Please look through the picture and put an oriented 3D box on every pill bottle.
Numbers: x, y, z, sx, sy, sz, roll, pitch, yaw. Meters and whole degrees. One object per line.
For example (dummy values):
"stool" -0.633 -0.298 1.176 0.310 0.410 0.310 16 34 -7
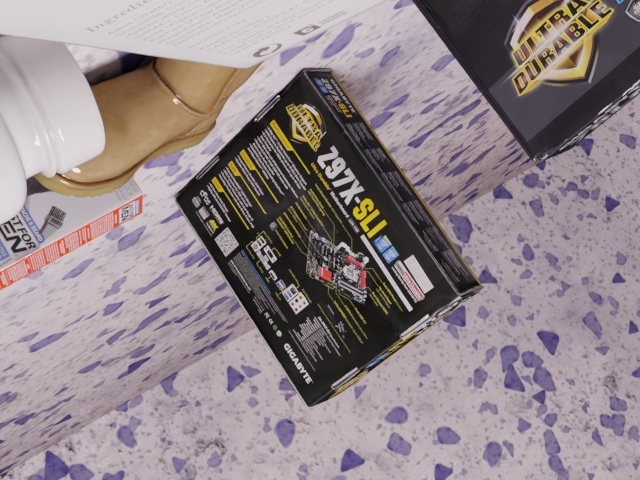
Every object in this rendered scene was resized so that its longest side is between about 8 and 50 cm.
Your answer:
"pill bottle" -0.270 -0.056 0.681 0.229 0.131 0.131 -30 168 -23

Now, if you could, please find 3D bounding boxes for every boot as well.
"boot" -0.106 -0.166 0.836 0.269 0.089 0.236 -43 177 38

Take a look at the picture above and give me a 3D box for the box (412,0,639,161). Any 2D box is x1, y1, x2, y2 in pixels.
"box" 0.181 -0.257 0.719 0.295 0.293 0.073 -42 168 37

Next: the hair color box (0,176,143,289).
"hair color box" -0.257 -0.031 0.929 0.167 0.093 0.053 -31 169 -20

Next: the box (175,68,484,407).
"box" 0.000 0.000 1.220 0.257 0.322 0.079 -41 166 28

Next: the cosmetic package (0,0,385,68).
"cosmetic package" -0.091 -0.192 0.339 0.156 0.217 0.385 -21 177 23
